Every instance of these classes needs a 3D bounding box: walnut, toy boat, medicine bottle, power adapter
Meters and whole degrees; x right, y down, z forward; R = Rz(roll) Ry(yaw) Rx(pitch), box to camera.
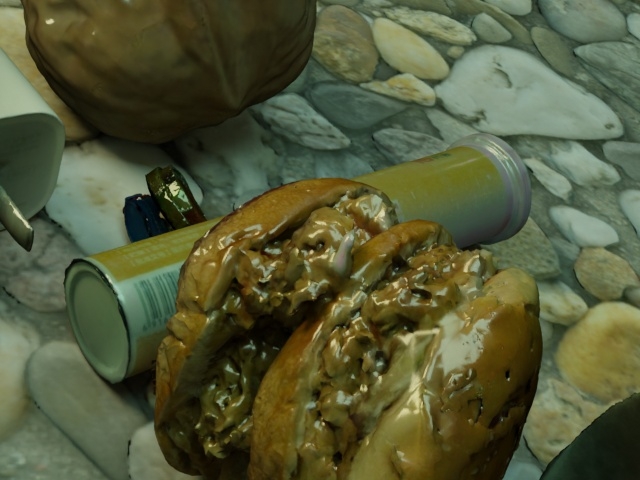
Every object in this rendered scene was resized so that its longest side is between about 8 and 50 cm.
[{"bbox_3d":[-0.136,-0.219,0.884,0.273,0.227,0.273,16,45,-17],"label":"walnut"},{"bbox_3d":[-0.139,-0.010,0.808,0.038,0.038,0.083,-5,50,-31],"label":"toy boat"},{"bbox_3d":[0.000,0.000,0.812,0.426,0.108,0.108,-17,56,-38],"label":"medicine bottle"},{"bbox_3d":[-0.304,-0.076,0.726,0.187,0.124,0.255,-21,57,-39],"label":"power adapter"}]

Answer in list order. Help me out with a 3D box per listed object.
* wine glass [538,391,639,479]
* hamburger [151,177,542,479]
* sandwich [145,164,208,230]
[{"bbox_3d":[0.329,0.276,0.576,0.406,0.267,0.267,24,40,-8],"label":"wine glass"},{"bbox_3d":[0.022,0.104,0.631,0.211,0.260,0.245,27,-6,26],"label":"hamburger"},{"bbox_3d":[-0.118,-0.033,0.820,0.069,0.026,0.101,55,2,3],"label":"sandwich"}]
